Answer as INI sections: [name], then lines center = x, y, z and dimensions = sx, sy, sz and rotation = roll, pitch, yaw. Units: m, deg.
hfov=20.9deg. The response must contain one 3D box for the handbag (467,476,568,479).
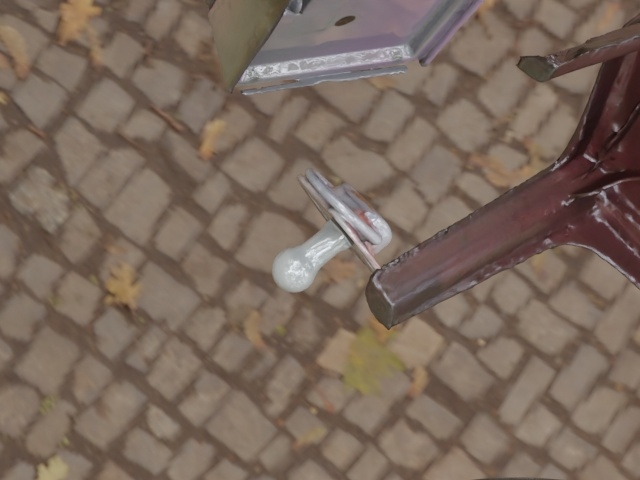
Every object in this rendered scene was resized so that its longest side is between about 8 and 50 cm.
[handbag]
center = 0.100, 0.200, 0.901
dimensions = 0.072, 0.193, 0.151
rotation = -14, 96, -56

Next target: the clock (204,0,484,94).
[clock]
center = 0.025, -0.162, 1.042
dimensions = 0.147, 0.192, 0.071
rotation = -11, 75, -22

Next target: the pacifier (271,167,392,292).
[pacifier]
center = 0.000, 0.000, 1.089
dimensions = 0.078, 0.099, 0.081
rotation = -39, 131, -1

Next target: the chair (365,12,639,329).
[chair]
center = 0.205, -0.046, 0.800
dimensions = 0.326, 0.175, 0.183
rotation = -29, 152, -37
